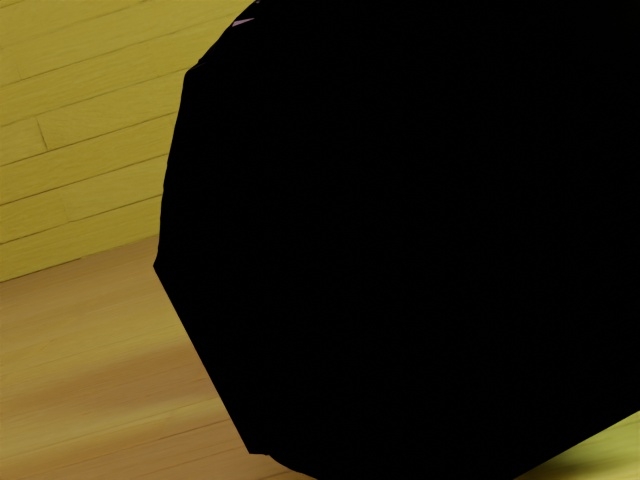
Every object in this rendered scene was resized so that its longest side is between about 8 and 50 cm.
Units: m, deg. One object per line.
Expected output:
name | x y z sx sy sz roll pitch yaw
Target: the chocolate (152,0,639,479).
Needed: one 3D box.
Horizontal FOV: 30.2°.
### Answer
chocolate | 0.083 -0.011 0.882 0.383 0.384 0.331 -17 -9 2
